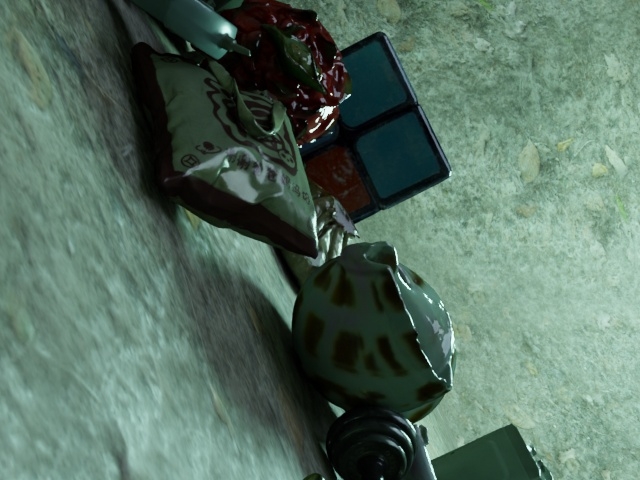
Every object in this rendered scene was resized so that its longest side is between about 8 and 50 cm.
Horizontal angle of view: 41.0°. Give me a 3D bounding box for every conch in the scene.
[{"bbox_3d":[0.077,0.140,1.104,0.368,0.197,0.249,48,10,-41],"label":"conch"}]

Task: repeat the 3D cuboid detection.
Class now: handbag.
[{"bbox_3d":[-0.103,-0.097,0.919,0.213,0.127,0.235,22,34,-37],"label":"handbag"}]

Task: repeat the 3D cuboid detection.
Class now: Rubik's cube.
[{"bbox_3d":[0.060,-0.208,1.741,0.318,0.316,0.313,64,7,-3],"label":"Rubik's cube"}]

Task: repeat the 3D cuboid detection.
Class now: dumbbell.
[{"bbox_3d":[0.057,0.282,0.938,0.254,0.110,0.110,-85,150,-63],"label":"dumbbell"}]

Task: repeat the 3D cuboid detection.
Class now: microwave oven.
[{"bbox_3d":[0.294,0.486,1.399,0.295,0.237,0.181,62,6,-18],"label":"microwave oven"}]

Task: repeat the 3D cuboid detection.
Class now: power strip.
[{"bbox_3d":[-0.154,-0.250,0.937,0.216,0.044,0.137,39,9,37],"label":"power strip"}]

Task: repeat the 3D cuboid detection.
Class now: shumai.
[{"bbox_3d":[0.000,0.000,1.377,0.201,0.120,0.201,61,5,-10],"label":"shumai"}]

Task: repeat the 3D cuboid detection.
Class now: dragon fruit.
[{"bbox_3d":[-0.087,-0.198,1.170,0.234,0.234,0.293,67,-29,16],"label":"dragon fruit"}]

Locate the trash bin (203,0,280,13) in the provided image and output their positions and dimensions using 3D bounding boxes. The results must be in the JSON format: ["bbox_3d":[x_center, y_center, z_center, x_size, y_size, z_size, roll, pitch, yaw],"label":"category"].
[{"bbox_3d":[-0.170,-0.402,1.213,0.223,0.158,0.343,56,1,25],"label":"trash bin"}]

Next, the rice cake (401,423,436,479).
[{"bbox_3d":[0.117,0.346,1.061,0.189,0.037,0.198,107,-23,-46],"label":"rice cake"}]

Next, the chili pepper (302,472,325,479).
[{"bbox_3d":[0.031,0.314,0.800,0.202,0.052,0.050,64,-27,5],"label":"chili pepper"}]

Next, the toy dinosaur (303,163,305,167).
[{"bbox_3d":[-0.071,-0.182,1.569,0.132,0.096,0.059,61,8,-9],"label":"toy dinosaur"}]
